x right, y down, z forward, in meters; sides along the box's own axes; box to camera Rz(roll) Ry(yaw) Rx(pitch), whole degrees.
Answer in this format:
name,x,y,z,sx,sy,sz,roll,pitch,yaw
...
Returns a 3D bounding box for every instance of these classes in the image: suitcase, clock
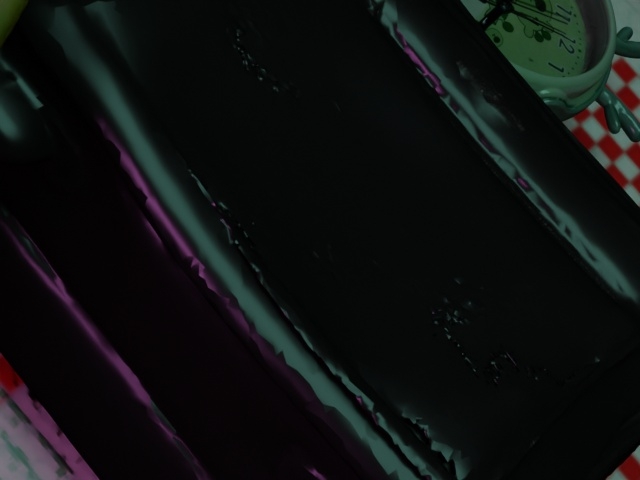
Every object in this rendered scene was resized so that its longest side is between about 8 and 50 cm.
name,x,y,z,sx,sy,sz,roll,pitch,yaw
suitcase,0.000,0.000,0.877,0.345,0.188,0.339,50,42,6
clock,0.108,-0.131,1.093,0.211,0.066,0.159,30,50,-15

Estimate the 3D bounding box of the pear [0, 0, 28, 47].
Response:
name,x,y,z,sx,sy,sz,roll,pitch,yaw
pear,-0.297,-0.129,0.692,0.398,0.165,0.399,7,59,-11
